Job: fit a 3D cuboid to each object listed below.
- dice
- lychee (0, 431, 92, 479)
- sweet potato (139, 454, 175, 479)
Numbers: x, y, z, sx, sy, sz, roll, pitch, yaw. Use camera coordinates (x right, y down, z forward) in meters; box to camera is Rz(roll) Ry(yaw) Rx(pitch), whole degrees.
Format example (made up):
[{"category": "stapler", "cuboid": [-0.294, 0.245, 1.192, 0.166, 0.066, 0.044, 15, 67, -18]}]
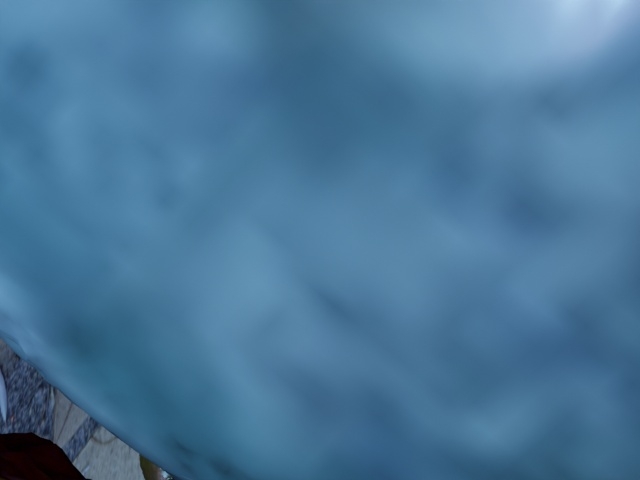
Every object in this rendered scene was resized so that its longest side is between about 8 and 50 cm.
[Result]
[{"category": "dice", "cuboid": [0.076, -0.129, 0.494, 0.328, 0.330, 0.348, -49, 2, 30]}, {"category": "lychee", "cuboid": [-0.261, 0.285, 1.013, 0.424, 0.500, 0.424, -39, -5, -4]}, {"category": "sweet potato", "cuboid": [-0.100, 0.116, 1.278, 0.068, 0.060, 0.206, -30, 33, 7]}]
